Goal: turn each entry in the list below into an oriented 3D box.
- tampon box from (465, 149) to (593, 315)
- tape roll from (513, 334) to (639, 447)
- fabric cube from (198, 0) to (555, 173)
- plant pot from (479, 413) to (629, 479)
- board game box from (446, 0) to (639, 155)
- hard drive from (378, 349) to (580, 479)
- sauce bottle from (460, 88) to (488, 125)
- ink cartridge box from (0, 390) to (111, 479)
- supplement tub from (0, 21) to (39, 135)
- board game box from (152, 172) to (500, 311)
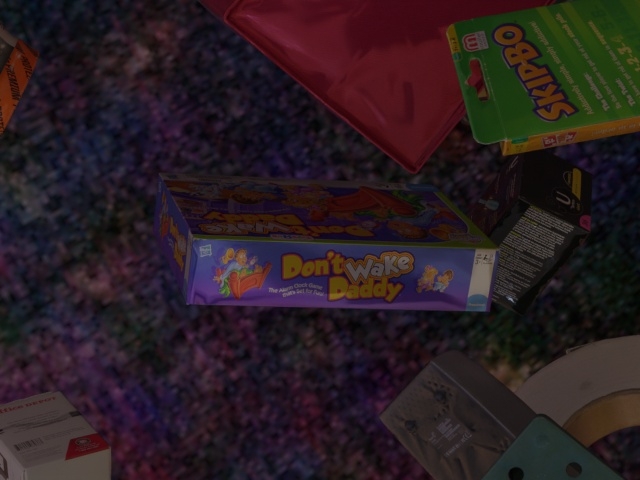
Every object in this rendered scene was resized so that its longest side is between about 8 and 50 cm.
[{"bbox_3d":[0.247,-0.015,1.858,0.101,0.120,0.161,26,130,-10],"label":"tampon box"},{"bbox_3d":[0.389,0.279,1.866,0.392,0.392,0.072,17,144,37],"label":"tape roll"},{"bbox_3d":[0.044,-0.264,1.497,0.254,0.259,0.258,39,-176,-24],"label":"fabric cube"},{"bbox_3d":[0.200,0.254,1.312,0.165,0.165,0.234,38,169,24],"label":"plant pot"},{"bbox_3d":[0.242,-0.147,1.274,0.039,0.259,0.124,89,171,-63],"label":"board game box"},{"bbox_3d":[0.188,0.232,1.580,0.255,0.054,0.172,45,147,7],"label":"hard drive"},{"bbox_3d":[0.264,-0.201,2.127,0.111,0.111,0.344,64,171,-9],"label":"sauce bottle"},{"bbox_3d":[-0.326,0.246,1.792,0.150,0.109,0.063,34,129,51],"label":"ink cartridge box"},{"bbox_3d":[-0.434,-0.182,1.404,0.316,0.193,0.193,27,142,-15],"label":"supplement tub"},{"bbox_3d":[0.000,0.000,1.744,0.233,0.347,0.078,-127,42,-65],"label":"board game box"}]
